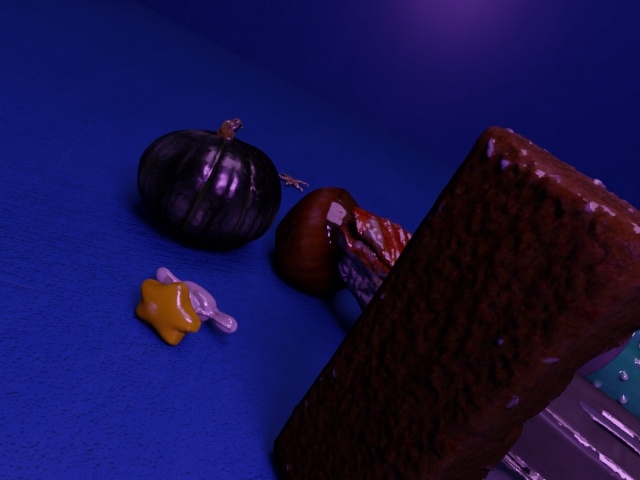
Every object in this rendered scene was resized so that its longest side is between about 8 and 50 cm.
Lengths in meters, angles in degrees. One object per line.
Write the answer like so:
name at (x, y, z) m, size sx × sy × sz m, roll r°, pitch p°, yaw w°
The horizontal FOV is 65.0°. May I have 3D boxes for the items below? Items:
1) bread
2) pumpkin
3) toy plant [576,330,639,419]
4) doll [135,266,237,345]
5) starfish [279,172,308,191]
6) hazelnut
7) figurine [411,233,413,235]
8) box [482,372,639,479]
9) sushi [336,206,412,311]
bread at (0.097, 0.121, 0.436) m, size 0.113 × 0.417 × 0.165 m, roll 9°, pitch 34°, yaw -36°
pumpkin at (-0.180, -0.104, 0.850) m, size 0.249 × 0.216 × 0.250 m, roll 20°, pitch 8°, yaw -3°
toy plant at (0.420, 0.154, 0.792) m, size 0.400 × 0.185 × 0.279 m, roll 48°, pitch 64°, yaw -6°
doll at (-0.182, 0.076, 0.662) m, size 0.113 × 0.072 × 0.135 m, roll 13°, pitch 22°, yaw -48°
starfish at (-0.075, -0.157, 1.312) m, size 0.092 × 0.016 × 0.086 m, roll 11°, pitch 30°, yaw -24°
hazelnut at (0.000, 0.000, 0.899) m, size 0.177 × 0.178 × 0.204 m, roll 19°, pitch 56°, yaw -19°
figurine at (0.293, 0.121, 0.954) m, size 0.342 × 0.167 × 0.285 m, roll 30°, pitch 20°, yaw 18°
box at (0.326, 0.295, 0.634) m, size 0.290 × 0.166 × 0.220 m, roll 38°, pitch 26°, yaw 25°
sushi at (0.130, 0.102, 0.770) m, size 0.124 × 0.130 × 0.332 m, roll -22°, pitch 75°, yaw -44°
